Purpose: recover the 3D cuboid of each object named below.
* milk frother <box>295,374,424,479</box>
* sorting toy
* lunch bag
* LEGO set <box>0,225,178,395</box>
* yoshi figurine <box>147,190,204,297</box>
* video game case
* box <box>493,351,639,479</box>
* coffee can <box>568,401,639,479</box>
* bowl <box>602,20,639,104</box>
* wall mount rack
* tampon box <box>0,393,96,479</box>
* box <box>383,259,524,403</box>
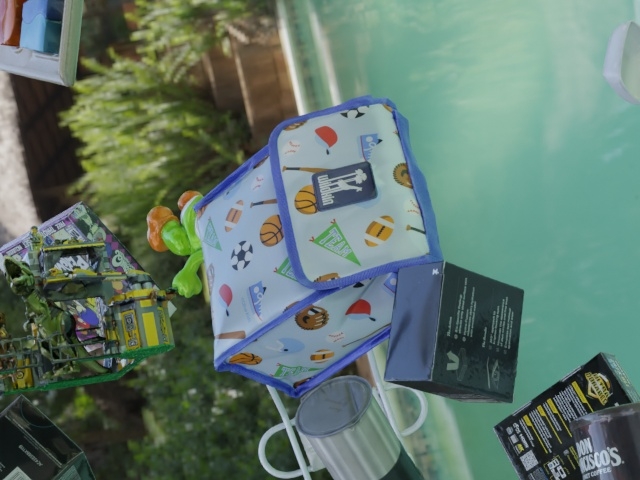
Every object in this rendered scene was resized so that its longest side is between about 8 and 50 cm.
[{"bbox_3d":[0.009,0.229,1.035,0.129,0.143,0.135,4,132,48],"label":"milk frother"},{"bbox_3d":[-0.289,-0.322,1.065,0.229,0.041,0.307,21,106,54],"label":"sorting toy"},{"bbox_3d":[0.000,0.000,1.574,0.239,0.385,0.328,24,-137,-42],"label":"lunch bag"},{"bbox_3d":[-0.334,0.062,1.148,0.255,0.331,0.192,134,125,-67],"label":"LEGO set"},{"bbox_3d":[-0.194,0.041,2.144,0.362,0.203,0.203,29,-174,40],"label":"yoshi figurine"},{"bbox_3d":[-0.353,0.062,1.527,0.210,0.232,0.042,51,-135,-18],"label":"video game case"},{"bbox_3d":[0.484,0.398,1.806,0.079,0.257,0.322,20,-144,-51],"label":"box"},{"bbox_3d":[0.511,0.397,1.579,0.201,0.201,0.275,83,178,-70],"label":"coffee can"},{"bbox_3d":[0.611,-0.351,2.058,0.142,0.053,0.142,30,-111,-46],"label":"bowl"},{"bbox_3d":[0.033,0.333,1.979,0.130,0.350,0.304,-129,18,-82],"label":"wall mount rack"},{"bbox_3d":[-0.356,0.295,1.285,0.120,0.101,0.161,35,151,21],"label":"tampon box"},{"bbox_3d":[0.177,0.123,1.355,0.093,0.158,0.156,-10,66,50],"label":"box"}]
